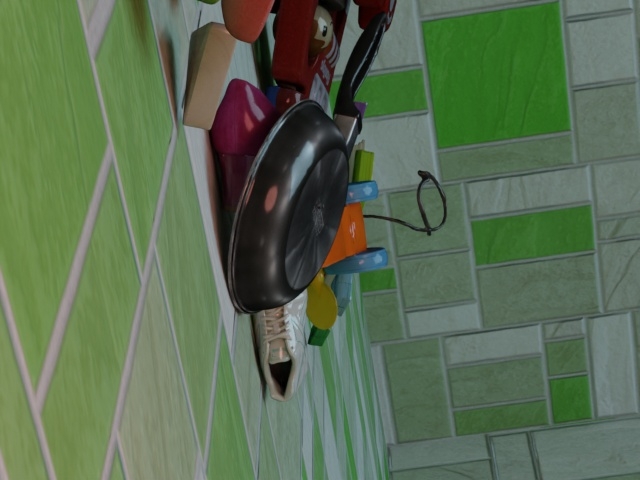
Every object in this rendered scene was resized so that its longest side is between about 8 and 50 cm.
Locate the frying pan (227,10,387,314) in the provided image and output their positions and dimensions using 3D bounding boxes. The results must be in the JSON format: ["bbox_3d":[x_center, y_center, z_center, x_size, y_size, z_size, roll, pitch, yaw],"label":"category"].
[{"bbox_3d":[0.003,-0.056,1.494,0.326,0.053,0.197,-48,150,-50],"label":"frying pan"}]

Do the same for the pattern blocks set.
[{"bbox_3d":[0.027,-0.026,2.144,0.285,0.026,0.325,122,-22,-66],"label":"pattern blocks set"}]

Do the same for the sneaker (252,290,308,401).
[{"bbox_3d":[-0.037,0.081,1.546,0.061,0.053,0.152,-82,165,-66],"label":"sneaker"}]

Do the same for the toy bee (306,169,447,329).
[{"bbox_3d":[0.000,0.000,1.785,0.298,0.162,0.195,23,65,-57],"label":"toy bee"}]

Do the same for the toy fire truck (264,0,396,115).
[{"bbox_3d":[-0.008,-0.260,2.043,0.302,0.169,0.254,48,53,-82],"label":"toy fire truck"}]

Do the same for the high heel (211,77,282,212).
[{"bbox_3d":[-0.052,-0.110,1.509,0.244,0.082,0.117,-47,140,-69],"label":"high heel"}]

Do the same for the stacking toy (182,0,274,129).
[{"bbox_3d":[-0.106,-0.261,1.196,0.279,0.130,0.309,117,-21,-47],"label":"stacking toy"}]
